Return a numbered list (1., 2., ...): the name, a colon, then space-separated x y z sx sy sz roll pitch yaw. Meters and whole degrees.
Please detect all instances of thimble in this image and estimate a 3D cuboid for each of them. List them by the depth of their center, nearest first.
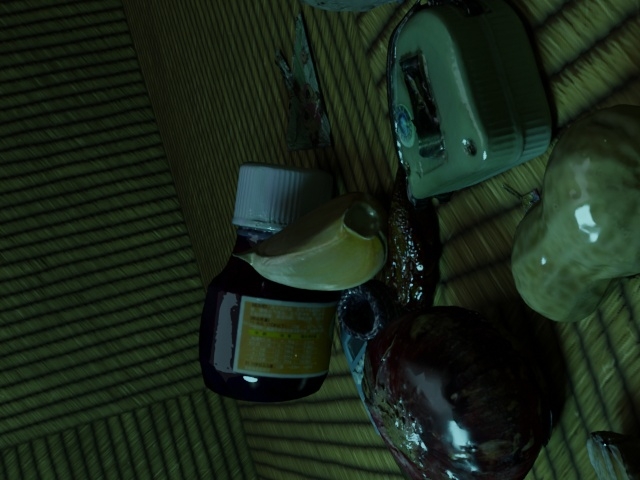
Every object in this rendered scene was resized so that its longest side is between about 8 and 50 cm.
1. thimble: 0.079 0.117 1.376 0.095 0.066 0.104 -50 50 34

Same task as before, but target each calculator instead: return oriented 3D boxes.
1. calculator: 0.086 0.201 1.495 0.188 0.042 0.302 109 147 -63

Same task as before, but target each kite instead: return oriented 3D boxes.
1. kite: 0.223 -0.037 0.951 0.078 0.002 0.044 -159 56 -68
2. kite: -0.031 -0.255 1.552 0.322 0.013 0.267 97 151 -46

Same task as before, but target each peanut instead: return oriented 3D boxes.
1. peanut: 0.236 -0.008 0.754 0.256 0.124 0.123 97 153 -55

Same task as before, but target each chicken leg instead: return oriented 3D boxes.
1. chicken leg: 0.124 0.014 1.211 0.105 0.063 0.233 42 142 53

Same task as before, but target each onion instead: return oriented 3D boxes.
1. onion: 0.161 0.186 1.028 0.246 0.190 0.246 39 147 31

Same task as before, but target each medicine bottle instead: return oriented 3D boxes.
1. medicine bottle: -0.082 0.063 1.510 0.242 0.243 0.394 -153 69 -68

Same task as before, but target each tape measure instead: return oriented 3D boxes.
1. tape measure: 0.134 -0.154 0.950 0.235 0.115 0.207 153 99 -73

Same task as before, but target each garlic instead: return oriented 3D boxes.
1. garlic: 0.003 0.003 1.339 0.245 0.164 0.145 -19 72 30

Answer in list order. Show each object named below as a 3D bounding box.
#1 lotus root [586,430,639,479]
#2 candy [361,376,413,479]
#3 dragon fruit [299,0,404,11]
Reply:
1. lotus root: 0.336 0.329 0.800 0.167 0.078 0.329 -18 -88 -84
2. candy: 0.150 0.284 1.285 0.102 0.104 0.234 86 161 -46
3. dragon fruit: -0.012 -0.394 1.055 0.221 0.204 0.283 96 154 -51
